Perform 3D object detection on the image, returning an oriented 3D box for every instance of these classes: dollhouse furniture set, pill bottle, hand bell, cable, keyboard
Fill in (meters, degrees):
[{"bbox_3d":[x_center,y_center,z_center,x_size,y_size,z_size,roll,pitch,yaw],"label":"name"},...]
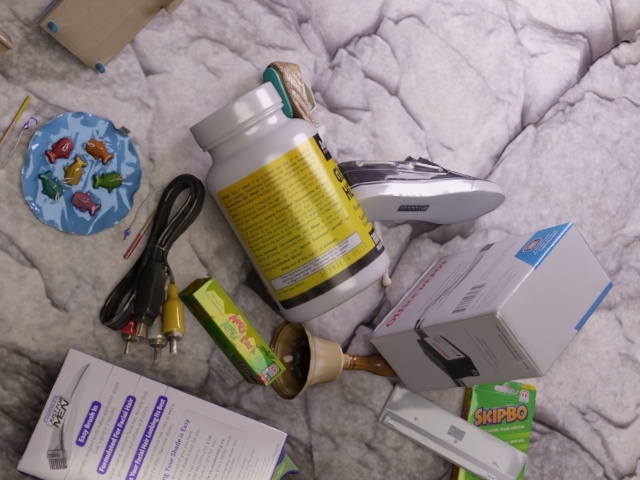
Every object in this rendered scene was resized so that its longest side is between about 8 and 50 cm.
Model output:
[{"bbox_3d":[-0.402,-0.375,1.680,0.286,0.198,0.303,-46,136,5],"label":"dollhouse furniture set"},{"bbox_3d":[-0.052,-0.060,1.713,0.188,0.188,0.334,-33,98,-19],"label":"pill bottle"},{"bbox_3d":[0.052,0.195,1.819,0.242,0.126,0.126,7,85,-32],"label":"hand bell"},{"bbox_3d":[-0.245,0.041,1.717,0.072,0.139,0.287,42,54,-50],"label":"cable"},{"bbox_3d":[0.220,0.328,1.886,0.256,0.014,0.072,30,76,-6],"label":"keyboard"}]

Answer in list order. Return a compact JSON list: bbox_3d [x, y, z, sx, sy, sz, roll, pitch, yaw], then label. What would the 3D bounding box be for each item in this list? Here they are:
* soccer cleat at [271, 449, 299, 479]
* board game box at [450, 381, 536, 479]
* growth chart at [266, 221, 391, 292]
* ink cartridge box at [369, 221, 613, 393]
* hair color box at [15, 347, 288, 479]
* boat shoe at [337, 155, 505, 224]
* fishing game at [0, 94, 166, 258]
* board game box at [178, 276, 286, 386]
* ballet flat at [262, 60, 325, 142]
[{"bbox_3d":[-0.133,0.439,1.728,0.121,0.093,0.289,36,75,-17],"label":"soccer cleat"},{"bbox_3d":[0.289,0.363,1.925,0.124,0.039,0.259,13,86,-19],"label":"board game box"},{"bbox_3d":[0.000,0.000,1.839,0.237,0.021,0.172,-5,89,-21],"label":"growth chart"},{"bbox_3d":[0.259,0.110,1.759,0.223,0.307,0.129,-45,105,-32],"label":"ink cartridge box"},{"bbox_3d":[-0.240,0.306,1.635,0.339,0.110,0.185,23,72,-5],"label":"hair color box"},{"bbox_3d":[0.163,-0.091,1.868,0.301,0.108,0.102,-2,60,-23],"label":"boat shoe"},{"bbox_3d":[-0.351,-0.101,1.698,0.264,0.041,0.189,37,75,-18],"label":"fishing game"},{"bbox_3d":[-0.136,0.139,1.741,0.043,0.092,0.181,-41,102,-19],"label":"board game box"},{"bbox_3d":[-0.027,-0.191,1.815,0.067,0.073,0.206,-23,99,-35],"label":"ballet flat"}]
